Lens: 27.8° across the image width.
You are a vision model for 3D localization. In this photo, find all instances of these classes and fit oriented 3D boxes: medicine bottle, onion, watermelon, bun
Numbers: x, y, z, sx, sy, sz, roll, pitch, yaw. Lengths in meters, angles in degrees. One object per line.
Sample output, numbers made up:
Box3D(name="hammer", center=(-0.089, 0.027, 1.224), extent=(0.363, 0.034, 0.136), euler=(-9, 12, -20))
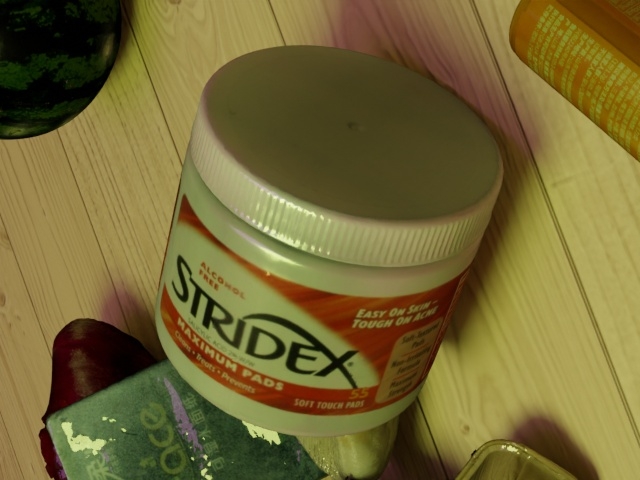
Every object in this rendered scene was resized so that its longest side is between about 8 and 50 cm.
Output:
Box3D(name="medicine bottle", center=(0.000, 0.000, 1.087), extent=(0.252, 0.252, 0.241), euler=(43, 134, 32))
Box3D(name="medicine bottle", center=(0.225, -0.111, 0.886), extent=(0.192, 0.096, 0.096), euler=(46, 136, 29))
Box3D(name="onion", center=(-0.230, 0.218, 1.555), extent=(0.272, 0.195, 0.272), euler=(168, 90, -89))
Box3D(name="watermelon", center=(-0.345, -0.247, 1.424), extent=(0.269, 0.269, 0.269), euler=(24, 122, 44))
Box3D(name="bun", center=(0.022, 0.144, 1.241), extent=(0.183, 0.102, 0.183), euler=(52, 160, 27))

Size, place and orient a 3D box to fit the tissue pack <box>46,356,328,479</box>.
Box3D(name="tissue pack", center=(-0.136, 0.214, 1.367), extent=(0.185, 0.257, 0.081), euler=(65, -176, 8))

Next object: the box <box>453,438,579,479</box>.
Box3D(name="box", center=(0.158, 0.244, 1.125), extent=(0.111, 0.111, 0.177), euler=(53, 143, 23))

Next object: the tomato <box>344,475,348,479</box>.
Box3D(name="tomato", center=(0.033, 0.379, 1.202), extent=(0.309, 0.170, 0.309), euler=(51, 167, 16))
